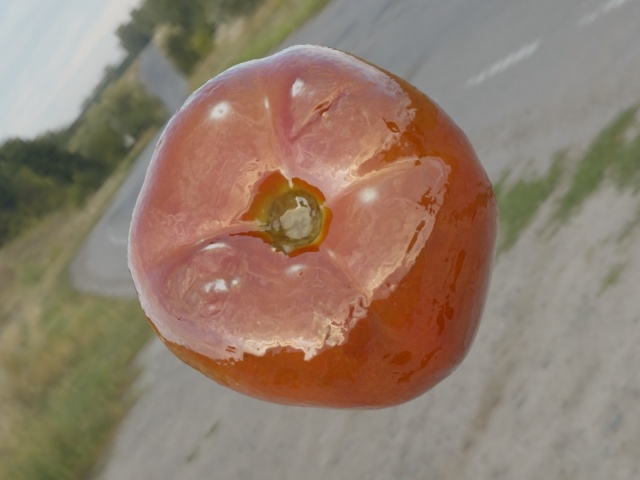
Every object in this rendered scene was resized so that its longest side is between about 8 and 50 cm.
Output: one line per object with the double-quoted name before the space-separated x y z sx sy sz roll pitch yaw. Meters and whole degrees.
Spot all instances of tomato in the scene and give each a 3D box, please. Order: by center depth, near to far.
"tomato" 0.001 -0.004 1.071 0.260 0.260 0.180 -51 -17 2
